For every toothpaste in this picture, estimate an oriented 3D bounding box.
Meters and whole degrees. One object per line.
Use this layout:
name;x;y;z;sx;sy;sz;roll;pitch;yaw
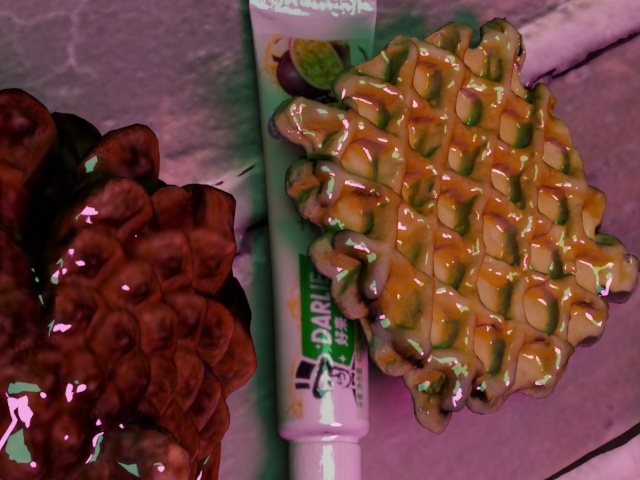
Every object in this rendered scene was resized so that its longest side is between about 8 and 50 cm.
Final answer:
toothpaste;0.000;0.000;0.763;0.058;0.056;0.314;18;66;-53

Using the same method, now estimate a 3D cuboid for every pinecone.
pinecone;-0.193;0.069;0.607;0.296;0.242;0.298;22;76;2

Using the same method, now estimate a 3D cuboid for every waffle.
waffle;0.078;-0.009;0.757;0.204;0.054;0.223;-29;93;-36
